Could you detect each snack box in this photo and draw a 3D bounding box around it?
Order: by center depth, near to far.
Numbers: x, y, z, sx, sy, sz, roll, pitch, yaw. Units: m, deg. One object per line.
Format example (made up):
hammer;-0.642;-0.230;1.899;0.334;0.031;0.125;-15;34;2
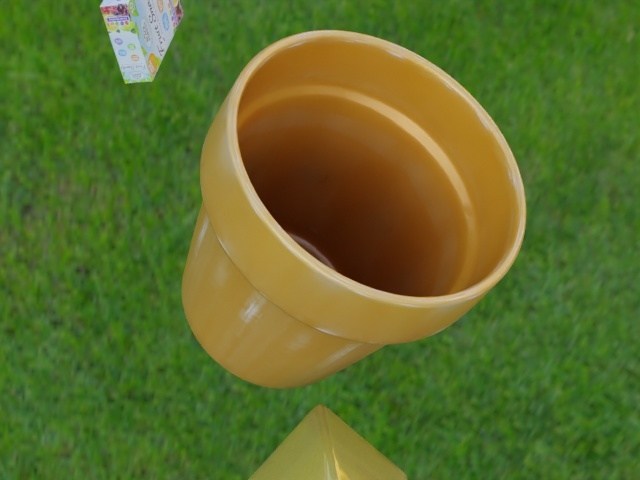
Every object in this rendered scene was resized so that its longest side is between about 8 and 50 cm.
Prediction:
snack box;-0.194;-0.253;1.923;0.037;0.100;0.141;-4;38;17

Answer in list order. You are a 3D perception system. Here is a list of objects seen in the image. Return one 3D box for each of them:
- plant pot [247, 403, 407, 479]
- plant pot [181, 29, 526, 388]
plant pot;0.005;0.169;1.108;0.081;0.083;0.081;41;97;-11
plant pot;0.000;0.000;1.145;0.205;0.188;0.205;15;52;-20
